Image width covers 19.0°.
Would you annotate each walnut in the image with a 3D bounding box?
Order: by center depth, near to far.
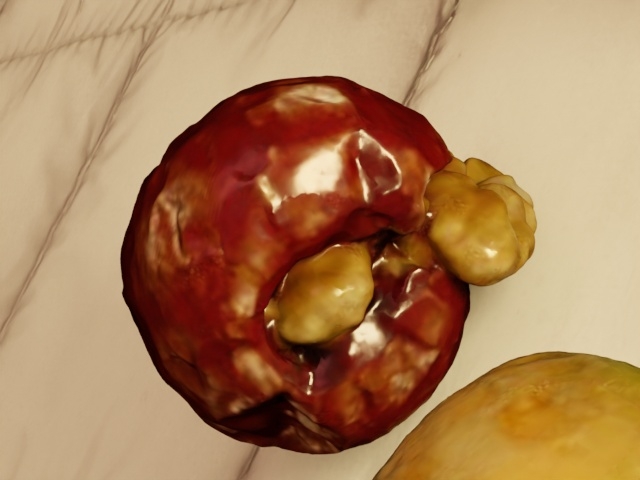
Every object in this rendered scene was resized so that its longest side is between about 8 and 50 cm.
[{"bbox_3d":[0.000,0.000,1.135,0.244,0.222,0.269,-26,17,-10],"label":"walnut"}]

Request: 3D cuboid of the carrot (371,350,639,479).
[{"bbox_3d":[0.079,0.220,0.737,0.341,0.224,0.224,-62,28,-7],"label":"carrot"}]
